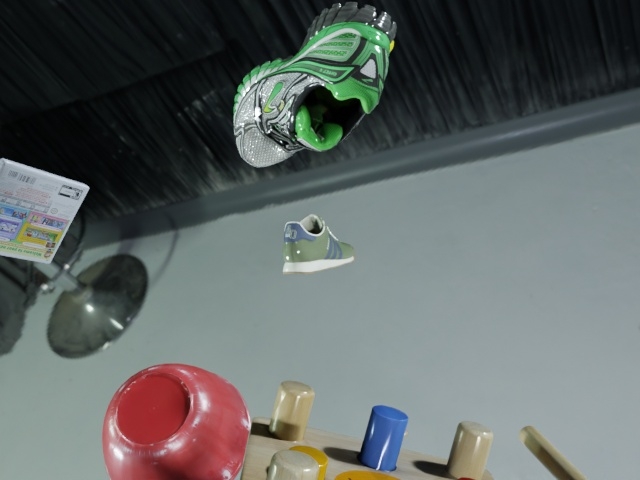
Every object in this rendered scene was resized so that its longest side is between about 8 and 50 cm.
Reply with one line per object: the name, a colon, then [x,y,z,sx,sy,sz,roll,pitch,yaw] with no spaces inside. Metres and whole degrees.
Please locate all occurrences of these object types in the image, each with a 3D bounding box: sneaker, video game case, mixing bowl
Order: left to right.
video game case: [-0.602,-0.054,1.488,0.023,0.212,0.193,33,97,31]
mixing bowl: [-0.177,0.212,0.839,0.182,0.098,0.181,-4,55,6]
sneaker: [-0.032,-0.181,1.004,0.344,0.134,0.146,-32,42,55]
sneaker: [0.000,0.000,1.140,0.064,0.192,0.086,-2,95,28]

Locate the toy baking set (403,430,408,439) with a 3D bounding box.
toy baking set: [0.033,0.341,0.962,0.030,0.196,0.256,36,53,18]

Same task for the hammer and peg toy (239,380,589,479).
hammer and peg toy: [0.106,0.244,0.637,0.362,0.266,0.127,13,95,-4]
